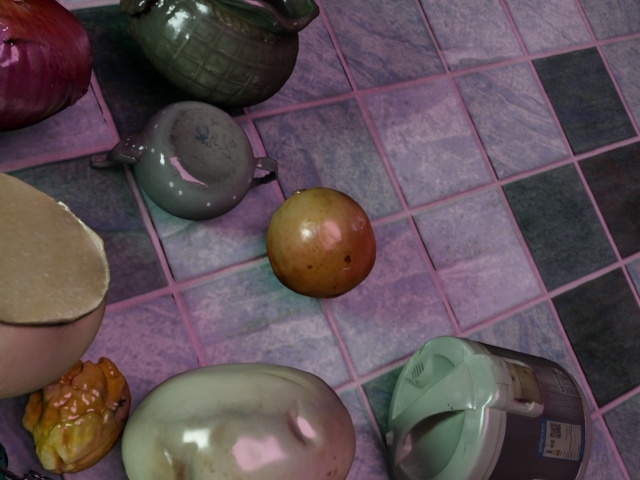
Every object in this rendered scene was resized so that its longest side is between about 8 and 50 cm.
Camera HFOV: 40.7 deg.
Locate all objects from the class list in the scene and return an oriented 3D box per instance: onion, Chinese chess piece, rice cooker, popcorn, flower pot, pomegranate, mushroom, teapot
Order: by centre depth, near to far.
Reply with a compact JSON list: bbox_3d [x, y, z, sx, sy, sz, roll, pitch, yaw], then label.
[{"bbox_3d":[-0.433,0.041,1.085,0.338,0.140,0.338,29,24,-14],"label":"Chinese chess piece"},{"bbox_3d":[-0.324,0.232,1.165,0.167,0.152,0.148,-51,137,-64],"label":"popcorn"},{"bbox_3d":[-0.495,-0.242,1.184,0.347,0.285,0.348,16,24,-7],"label":"onion"},{"bbox_3d":[-0.095,0.289,1.193,0.356,0.315,0.315,53,46,-48],"label":"mushroom"},{"bbox_3d":[-0.203,-0.123,1.374,0.294,0.129,0.193,8,69,-30],"label":"teapot"},{"bbox_3d":[0.263,0.301,1.392,0.277,0.288,0.288,17,65,-26],"label":"rice cooker"},{"bbox_3d":[-0.165,-0.371,1.398,0.301,0.213,0.302,27,32,-19],"label":"flower pot"},{"bbox_3d":[0.003,0.002,1.410,0.191,0.191,0.191,11,67,-27],"label":"pomegranate"}]

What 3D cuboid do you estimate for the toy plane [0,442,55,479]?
[{"bbox_3d":[-0.438,0.274,1.080,0.382,0.155,0.106,55,53,-22],"label":"toy plane"}]
